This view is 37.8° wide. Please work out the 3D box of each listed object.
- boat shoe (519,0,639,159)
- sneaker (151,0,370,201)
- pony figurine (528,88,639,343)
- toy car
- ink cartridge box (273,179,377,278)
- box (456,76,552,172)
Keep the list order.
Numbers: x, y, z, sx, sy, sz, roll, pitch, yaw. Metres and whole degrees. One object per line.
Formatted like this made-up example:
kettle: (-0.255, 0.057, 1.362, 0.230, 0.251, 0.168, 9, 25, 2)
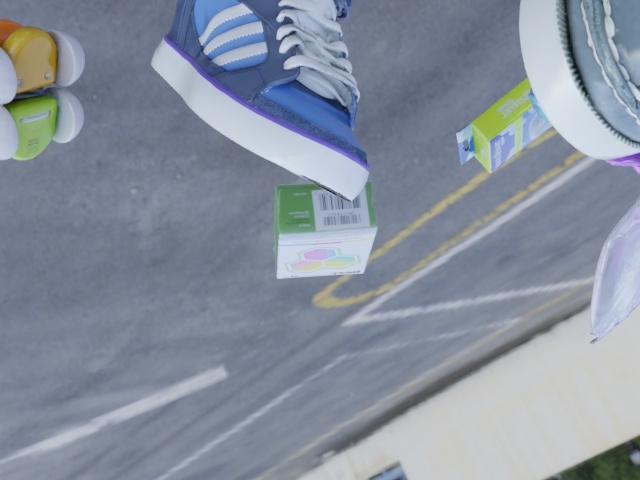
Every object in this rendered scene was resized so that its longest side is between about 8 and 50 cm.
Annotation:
boat shoe: (0.165, -0.182, 0.372, 0.116, 0.319, 0.099, 29, 156, -30)
sneaker: (-0.016, -0.199, 0.822, 0.130, 0.323, 0.236, 26, 101, -42)
pony figurine: (0.403, -0.080, 0.970, 0.364, 0.303, 0.351, 6, 134, 29)
toy car: (-0.402, -0.198, 1.217, 0.159, 0.136, 0.182, -31, 137, -50)
ink cartridge box: (0.000, 0.000, 1.104, 0.109, 0.062, 0.209, -3, 160, -6)
box: (0.262, -0.162, 1.228, 0.178, 0.042, 0.109, -38, 158, -2)
